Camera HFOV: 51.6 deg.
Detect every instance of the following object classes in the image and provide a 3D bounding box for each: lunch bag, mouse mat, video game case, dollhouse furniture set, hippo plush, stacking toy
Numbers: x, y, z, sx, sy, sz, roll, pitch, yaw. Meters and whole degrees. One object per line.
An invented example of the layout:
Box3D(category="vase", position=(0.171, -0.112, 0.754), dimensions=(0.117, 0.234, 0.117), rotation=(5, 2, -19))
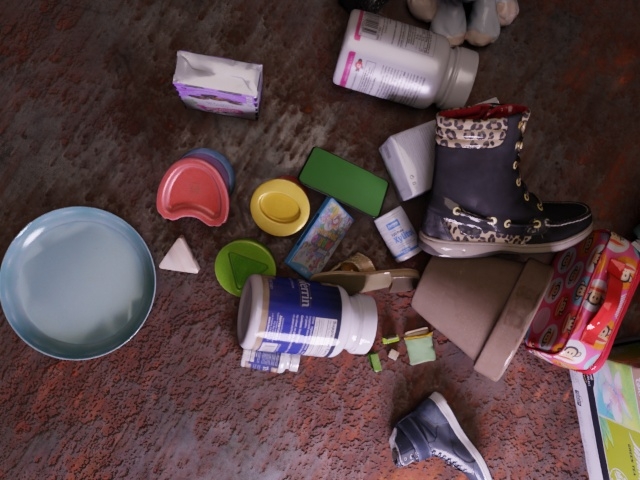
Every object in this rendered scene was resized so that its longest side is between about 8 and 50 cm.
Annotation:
Box3D(category="lunch bag", position=(0.544, 0.120, 1.359), dimensions=(0.120, 0.258, 0.293), rotation=(25, 86, -1))
Box3D(category="mouse mat", position=(0.052, -0.126, 1.408), dimensions=(0.189, 0.153, 0.007), rotation=(26, 130, -3))
Box3D(category="video game case", position=(0.000, 0.000, 1.400), dimensions=(0.015, 0.119, 0.166), rotation=(30, 83, 34))
Box3D(category="dollhouse furniture set", position=(0.179, 0.238, 1.422), dimensions=(0.151, 0.058, 0.076), rotation=(-13, 88, -5))
Box3D(category="hippo plush", position=(0.343, -0.562, 1.395), dimensions=(0.234, 0.236, 0.294), rotation=(32, 85, -2))
Box3D(category="stacking toy", position=(-0.188, -0.045, 1.412), dimensions=(0.308, 0.130, 0.280), rotation=(18, 111, -1))

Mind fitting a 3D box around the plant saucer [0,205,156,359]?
Box3D(category="plant saucer", position=(-0.502, 0.088, 1.384), dimensions=(0.317, 0.044, 0.318), rotation=(0, 86, -5))

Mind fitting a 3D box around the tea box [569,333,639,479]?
Box3D(category="tea box", position=(0.686, 0.373, 1.323), dimensions=(0.219, 0.323, 0.329), rotation=(-10, 87, -5))

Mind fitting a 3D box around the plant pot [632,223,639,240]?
Box3D(category="plant pot", position=(0.795, 0.004, 1.397), dimensions=(0.196, 0.293, 0.293), rotation=(-32, 89, 20))

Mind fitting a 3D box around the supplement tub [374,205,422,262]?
Box3D(category="supplement tub", position=(0.170, -0.013, 1.431), dimensions=(0.071, 0.071, 0.107), rotation=(-30, 90, -6))

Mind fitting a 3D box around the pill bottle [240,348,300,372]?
Box3D(category="pill bottle", position=(-0.105, 0.242, 1.394), dimensions=(0.120, 0.067, 0.067), rotation=(11, 86, -4))

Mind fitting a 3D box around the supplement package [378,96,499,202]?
Box3D(category="supplement package", position=(0.270, -0.191, 1.416), dimensions=(0.244, 0.139, 0.134), rotation=(-21, 89, -7))

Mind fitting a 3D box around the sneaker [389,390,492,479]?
Box3D(category="sneaker", position=(0.244, 0.459, 1.392), dimensions=(0.163, 0.086, 0.226), rotation=(-31, 80, -17))

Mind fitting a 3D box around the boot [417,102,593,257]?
Box3D(category="boot", position=(0.378, -0.122, 1.306), dimensions=(0.377, 0.138, 0.284), rotation=(-5, 113, -8))

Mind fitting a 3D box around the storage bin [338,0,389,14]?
Box3D(category="storage bin", position=(0.130, -0.572, 1.436), dimensions=(0.180, 0.122, 0.084), rotation=(-44, 91, -6))

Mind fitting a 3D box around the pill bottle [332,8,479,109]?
Box3D(category="pill bottle", position=(0.179, -0.374, 1.409), dimensions=(0.282, 0.160, 0.161), rotation=(16, 85, -3))

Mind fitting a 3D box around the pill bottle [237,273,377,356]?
Box3D(category="pill bottle", position=(-0.027, 0.158, 1.351), dimensions=(0.264, 0.153, 0.153), rotation=(9, 86, -17))

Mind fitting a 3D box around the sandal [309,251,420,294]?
Box3D(category="sandal", position=(0.093, 0.064, 1.429), dimensions=(0.239, 0.088, 0.079), rotation=(0, 54, -4))

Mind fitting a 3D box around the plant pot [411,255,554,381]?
Box3D(category="plant pot", position=(0.318, 0.123, 1.363), dimensions=(0.229, 0.263, 0.263), rotation=(27, 84, 14))

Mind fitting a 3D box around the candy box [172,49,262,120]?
Box3D(category="candy box", position=(-0.203, -0.313, 1.355), dimensions=(0.164, 0.196, 0.070), rotation=(9, 86, -4))
